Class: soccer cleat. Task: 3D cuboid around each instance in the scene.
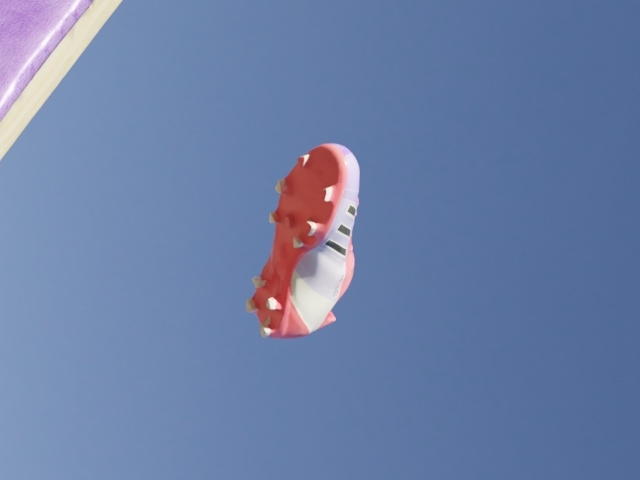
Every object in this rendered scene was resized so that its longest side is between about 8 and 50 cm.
[{"bbox_3d":[0.000,0.000,1.574,0.083,0.095,0.248,56,-39,35],"label":"soccer cleat"}]

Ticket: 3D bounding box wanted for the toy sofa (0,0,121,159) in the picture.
[{"bbox_3d":[-0.284,-0.174,1.284,0.150,0.177,0.362,23,-114,23],"label":"toy sofa"}]
